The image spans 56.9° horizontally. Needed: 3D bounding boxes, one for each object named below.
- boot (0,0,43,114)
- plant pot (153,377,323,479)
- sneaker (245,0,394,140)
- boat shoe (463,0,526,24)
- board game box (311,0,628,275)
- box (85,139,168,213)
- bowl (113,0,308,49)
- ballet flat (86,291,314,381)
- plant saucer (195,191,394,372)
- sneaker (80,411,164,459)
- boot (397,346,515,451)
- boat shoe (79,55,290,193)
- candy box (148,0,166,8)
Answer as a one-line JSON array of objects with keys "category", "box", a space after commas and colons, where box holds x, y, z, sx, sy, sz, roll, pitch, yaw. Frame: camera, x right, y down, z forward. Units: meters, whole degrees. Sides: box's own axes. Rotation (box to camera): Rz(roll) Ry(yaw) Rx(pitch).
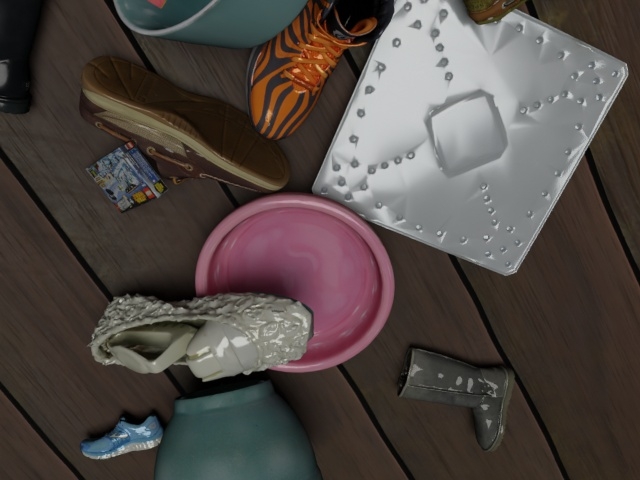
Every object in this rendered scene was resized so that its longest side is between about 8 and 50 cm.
[{"category": "boot", "box": [-0.538, -0.312, 0.858, 0.247, 0.094, 0.207, 11, 112, -14]}, {"category": "plant pot", "box": [-0.156, 0.354, 1.038, 0.293, 0.293, 0.196, -11, 82, 1]}, {"category": "sneaker", "box": [-0.007, -0.279, 0.843, 0.125, 0.180, 0.321, 16, 109, -25]}, {"category": "boat shoe", "box": [0.330, -0.418, 0.855, 0.307, 0.110, 0.104, -28, 120, -5]}, {"category": "board game box", "box": [0.234, -0.180, 0.969, 0.390, 0.050, 0.389, 21, 107, -10]}, {"category": "box", "box": [-0.309, -0.098, 0.937, 0.137, 0.027, 0.094, -12, 118, 47]}, {"category": "bowl", "box": [-0.115, -0.383, 0.780, 0.163, 0.311, 0.311, 17, 114, -53]}, {"category": "ballet flat", "box": [-0.204, 0.167, 0.943, 0.409, 0.147, 0.146, -3, 112, 27]}, {"category": "plant saucer", "box": [-0.042, 0.069, 1.012, 0.332, 0.084, 0.332, 1, 113, 2]}, {"category": "sneaker", "box": [-0.381, 0.369, 1.134, 0.162, 0.063, 0.073, -14, 92, -3]}, {"category": "boot", "box": [0.250, 0.306, 1.128, 0.209, 0.076, 0.189, 7, 95, -12]}, {"category": "boat shoe", "box": [-0.215, -0.156, 0.935, 0.342, 0.123, 0.123, 24, 136, -16]}, {"category": "candy box", "box": [-0.233, -0.481, 0.707, 0.268, 0.317, 0.122, -52, 146, 14]}]
